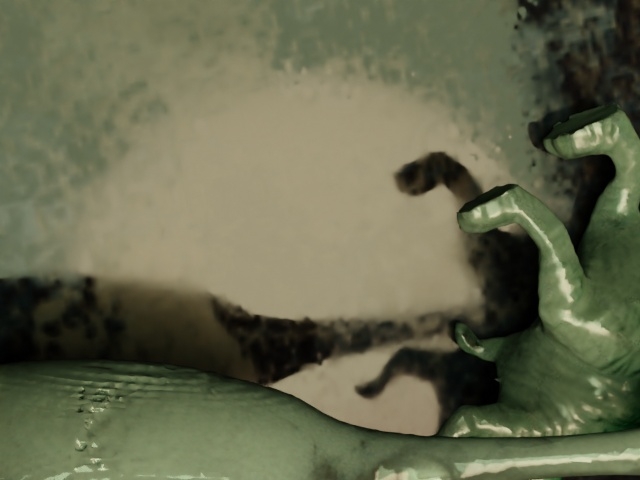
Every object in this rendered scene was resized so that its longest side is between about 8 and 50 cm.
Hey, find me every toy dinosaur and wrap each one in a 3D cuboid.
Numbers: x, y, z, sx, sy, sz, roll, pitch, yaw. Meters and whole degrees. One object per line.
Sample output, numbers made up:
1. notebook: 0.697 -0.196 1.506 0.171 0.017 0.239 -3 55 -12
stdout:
1. toy dinosaur: 0.128 -0.019 0.738 0.129 0.076 0.383 37 94 -21

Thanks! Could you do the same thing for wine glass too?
1. wine glass: 0.000 0.000 0.650 0.309 0.096 0.264 -3 100 -2
